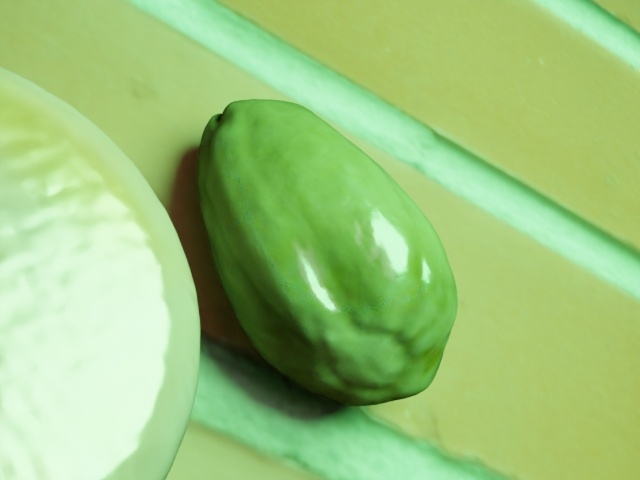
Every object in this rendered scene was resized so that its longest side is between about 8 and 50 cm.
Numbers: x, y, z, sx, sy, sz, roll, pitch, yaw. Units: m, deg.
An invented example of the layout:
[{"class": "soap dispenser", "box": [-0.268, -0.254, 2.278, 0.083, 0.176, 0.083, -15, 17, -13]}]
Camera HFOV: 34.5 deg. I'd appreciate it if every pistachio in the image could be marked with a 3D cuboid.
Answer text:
[{"class": "pistachio", "box": [0.000, 0.000, 0.534, 0.186, 0.108, 0.126, 56, 28, 13]}]

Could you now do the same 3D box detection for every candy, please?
[{"class": "candy", "box": [-0.167, 0.045, 0.409, 0.255, 0.094, 0.255, 14, 60, -26]}]
